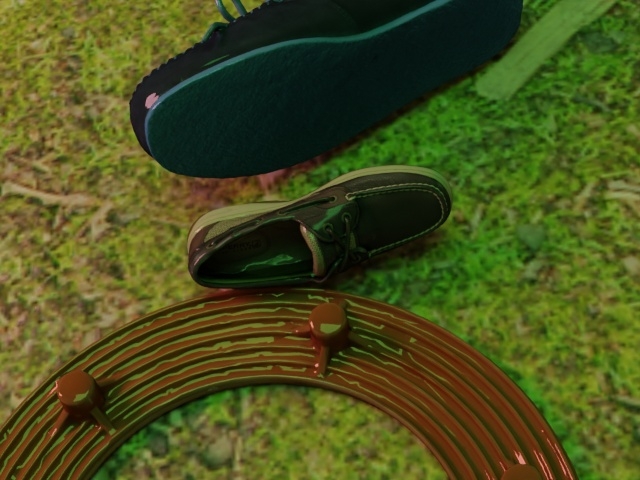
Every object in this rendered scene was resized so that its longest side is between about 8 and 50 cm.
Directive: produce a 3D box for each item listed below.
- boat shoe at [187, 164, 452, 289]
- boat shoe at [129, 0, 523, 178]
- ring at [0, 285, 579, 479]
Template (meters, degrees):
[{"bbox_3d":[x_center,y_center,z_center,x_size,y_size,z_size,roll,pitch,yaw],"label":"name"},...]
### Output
[{"bbox_3d":[0.000,0.000,0.784,0.152,0.056,0.049,-15,29,9],"label":"boat shoe"},{"bbox_3d":[-0.001,-0.111,0.852,0.258,0.109,0.089,-20,47,-26],"label":"boat shoe"},{"bbox_3d":[-0.032,0.161,0.700,0.336,0.032,0.337,-4,56,6],"label":"ring"}]
